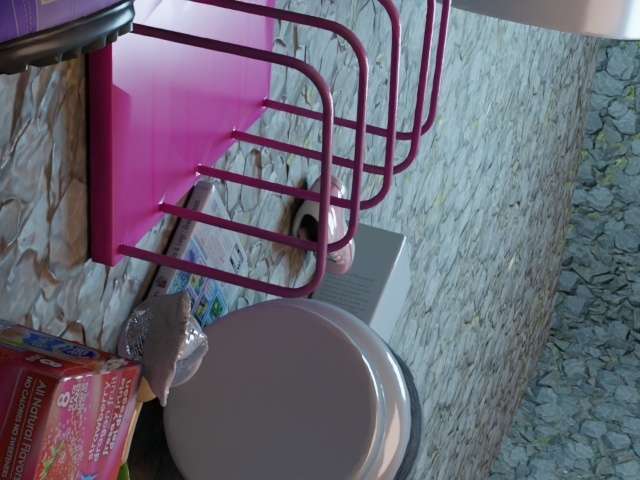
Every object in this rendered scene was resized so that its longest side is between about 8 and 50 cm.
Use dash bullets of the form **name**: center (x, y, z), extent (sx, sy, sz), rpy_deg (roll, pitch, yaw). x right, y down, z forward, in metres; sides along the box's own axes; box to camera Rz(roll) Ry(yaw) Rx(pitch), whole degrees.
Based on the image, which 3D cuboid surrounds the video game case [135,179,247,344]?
- **video game case**: center (-0.110, 0.044, 1.293), extent (0.157, 0.019, 0.143), rpy_deg (72, 37, -64)

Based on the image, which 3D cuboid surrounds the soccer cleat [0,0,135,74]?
- **soccer cleat**: center (-0.140, -0.188, 0.863), extent (0.318, 0.109, 0.116), rpy_deg (-51, 131, -51)

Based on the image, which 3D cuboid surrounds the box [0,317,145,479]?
- **box**: center (-0.211, 0.179, 0.880), extent (0.123, 0.128, 0.256), rpy_deg (1, 104, -74)

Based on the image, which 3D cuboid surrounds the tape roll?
- **tape roll**: center (0.234, -0.301, 1.647), extent (0.286, 0.286, 0.100), rpy_deg (-30, 132, -68)

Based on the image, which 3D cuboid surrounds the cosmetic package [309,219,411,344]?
- **cosmetic package**: center (0.028, 0.105, 1.701), extent (0.117, 0.086, 0.231), rpy_deg (79, 29, -57)

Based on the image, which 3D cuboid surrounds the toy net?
- **toy net**: center (-0.128, 0.099, 0.981), extent (0.232, 0.045, 0.122), rpy_deg (-50, -140, 37)

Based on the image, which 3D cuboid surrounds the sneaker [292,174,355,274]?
- **sneaker**: center (0.000, 0.000, 1.567), extent (0.134, 0.051, 0.070), rpy_deg (85, 27, -43)

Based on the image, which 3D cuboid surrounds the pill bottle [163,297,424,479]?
- **pill bottle**: center (-0.016, 0.159, 1.318), extent (0.361, 0.204, 0.204), rpy_deg (51, 56, -79)

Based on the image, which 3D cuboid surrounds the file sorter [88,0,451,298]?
- **file sorter**: center (-0.026, -0.115, 1.129), extent (0.290, 0.182, 0.202), rpy_deg (-52, 152, -53)
